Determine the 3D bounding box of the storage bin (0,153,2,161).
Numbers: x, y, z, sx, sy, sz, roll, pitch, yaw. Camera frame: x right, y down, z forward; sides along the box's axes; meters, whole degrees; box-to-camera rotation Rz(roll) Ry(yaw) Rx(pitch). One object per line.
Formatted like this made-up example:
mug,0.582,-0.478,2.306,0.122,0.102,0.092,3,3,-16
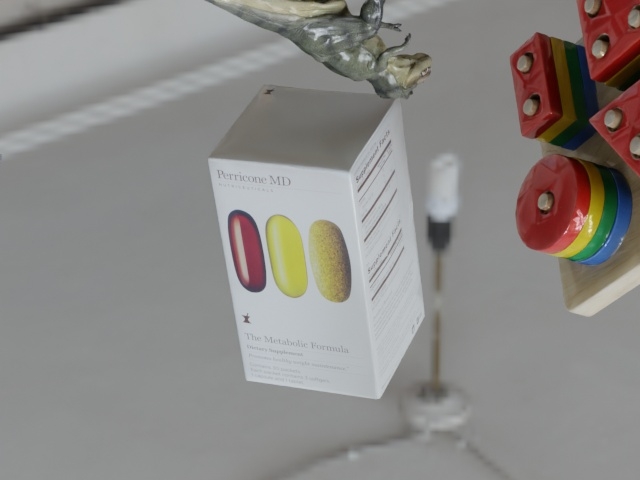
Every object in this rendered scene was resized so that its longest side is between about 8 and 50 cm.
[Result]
storage bin,-0.396,-0.050,1.938,0.091,0.098,0.135,31,-148,1

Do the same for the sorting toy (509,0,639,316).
sorting toy,0.260,-0.105,1.685,0.089,0.257,0.255,14,-125,-29

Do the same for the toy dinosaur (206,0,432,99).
toy dinosaur,0.011,-0.191,1.571,0.268,0.118,0.064,22,-147,-32

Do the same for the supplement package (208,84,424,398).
supplement package,0.000,0.000,1.732,0.139,0.244,0.134,6,-144,21
